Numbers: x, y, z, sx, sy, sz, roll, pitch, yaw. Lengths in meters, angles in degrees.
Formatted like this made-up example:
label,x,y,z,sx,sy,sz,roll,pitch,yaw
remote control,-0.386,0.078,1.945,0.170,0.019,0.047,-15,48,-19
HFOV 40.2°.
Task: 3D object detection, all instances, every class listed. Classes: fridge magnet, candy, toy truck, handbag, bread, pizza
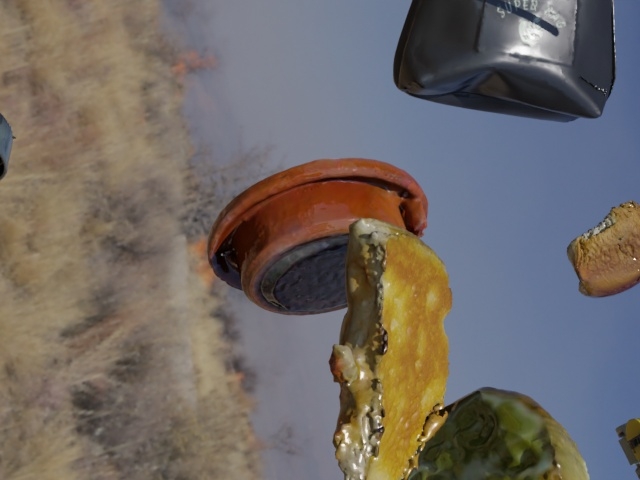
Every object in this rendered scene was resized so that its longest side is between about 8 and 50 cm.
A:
label,x,y,z,sx,sy,sz,roll,pitch,yaw
fridge magnet,0.000,0.000,1.394,0.364,0.363,0.155,77,-2,-60
candy,0.193,0.302,1.044,0.118,0.260,0.260,42,12,-25
toy truck,0.616,0.339,1.510,0.114,0.226,0.098,-55,-133,49
handbag,0.290,-0.334,1.287,0.152,0.342,0.288,-165,-98,-76
bread,0.394,0.021,1.161,0.126,0.129,0.044,53,6,-31
pizza,0.066,0.133,0.870,0.189,0.071,0.297,13,78,-56

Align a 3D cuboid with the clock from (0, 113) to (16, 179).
label,x,y,z,sx,sy,sz,roll,pitch,yaw
clock,-0.636,-0.181,1.368,0.313,0.312,0.062,78,21,-66
